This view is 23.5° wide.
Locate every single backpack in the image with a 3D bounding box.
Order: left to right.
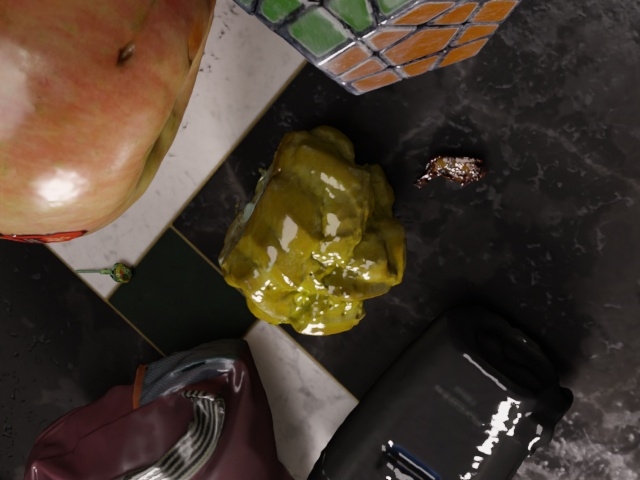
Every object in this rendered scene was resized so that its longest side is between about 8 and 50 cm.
[{"bbox_3d":[-0.187,0.282,1.755,0.317,0.197,0.283,-19,97,6],"label":"backpack"}]

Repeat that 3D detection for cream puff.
[{"bbox_3d":[-0.001,0.003,1.581,0.194,0.195,0.221,35,128,5],"label":"cream puff"}]

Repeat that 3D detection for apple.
[{"bbox_3d":[-0.287,-0.197,1.480,0.346,0.391,0.391,26,123,1],"label":"apple"}]

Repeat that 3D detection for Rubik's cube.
[{"bbox_3d":[0.043,-0.288,1.354,0.319,0.319,0.264,11,145,20],"label":"Rubik's cube"}]

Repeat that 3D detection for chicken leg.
[{"bbox_3d":[0.130,-0.073,1.568,0.083,0.021,0.036,-4,122,27],"label":"chicken leg"}]

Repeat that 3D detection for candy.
[{"bbox_3d":[-0.256,0.038,1.807,0.083,0.025,0.023,-2,86,35],"label":"candy"}]

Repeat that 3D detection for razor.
[{"bbox_3d":[0.124,0.223,1.665,0.189,0.107,0.327,37,123,4],"label":"razor"}]
